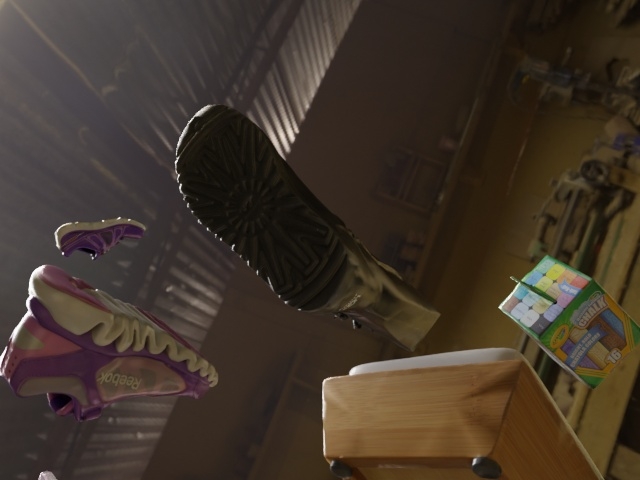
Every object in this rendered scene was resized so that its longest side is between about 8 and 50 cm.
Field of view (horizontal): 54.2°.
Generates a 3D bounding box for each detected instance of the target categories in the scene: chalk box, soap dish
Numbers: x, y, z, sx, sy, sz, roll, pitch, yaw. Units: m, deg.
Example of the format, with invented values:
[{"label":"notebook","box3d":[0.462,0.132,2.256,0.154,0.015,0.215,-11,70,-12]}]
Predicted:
[{"label":"chalk box","box3d":[0.406,0.121,1.051,0.132,0.213,0.132,-48,24,4]},{"label":"soap dish","box3d":[0.154,0.247,0.631,0.291,0.228,0.118,54,-137,-22]}]

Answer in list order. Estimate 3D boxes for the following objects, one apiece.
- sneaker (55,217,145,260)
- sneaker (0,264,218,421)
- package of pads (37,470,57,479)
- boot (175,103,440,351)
[{"label":"sneaker","box3d":[-0.411,0.000,1.180,0.169,0.068,0.071,-10,-95,-40]},{"label":"sneaker","box3d":[-0.184,0.111,0.554,0.105,0.095,0.236,-57,-32,-9]},{"label":"package of pads","box3d":[-0.574,0.531,1.324,0.032,0.083,0.050,18,-90,-41]},{"label":"boot","box3d":[0.001,0.002,1.004,0.146,0.367,0.445,-42,-27,12]}]
